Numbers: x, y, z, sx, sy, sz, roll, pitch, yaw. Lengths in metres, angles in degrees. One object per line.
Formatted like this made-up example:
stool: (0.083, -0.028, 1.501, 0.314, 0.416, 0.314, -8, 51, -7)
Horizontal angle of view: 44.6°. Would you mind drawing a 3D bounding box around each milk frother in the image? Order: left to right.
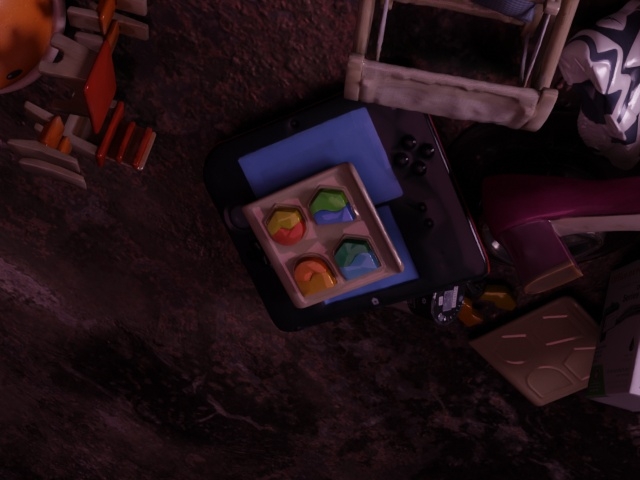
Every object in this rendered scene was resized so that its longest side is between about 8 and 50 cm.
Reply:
milk frother: (0.190, 0.071, 1.320, 0.143, 0.129, 0.134, 18, 179, -43)

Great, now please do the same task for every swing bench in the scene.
swing bench: (0.170, -0.266, 0.965, 0.253, 0.165, 0.255, 10, 115, 3)

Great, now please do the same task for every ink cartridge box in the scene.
ink cartridge box: (0.498, 0.143, 1.194, 0.092, 0.220, 0.160, 17, 165, -1)

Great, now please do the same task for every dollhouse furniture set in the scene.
dollhouse furniture set: (-0.314, -0.196, 1.129, 0.135, 0.262, 0.259, 19, 164, -6)

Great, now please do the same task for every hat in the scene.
hat: (0.338, -0.040, 1.167, 0.331, 0.134, 0.331, 6, 129, 8)

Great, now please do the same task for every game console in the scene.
game console: (0.029, -0.044, 1.212, 0.386, 0.060, 0.342, -18, 102, 26)

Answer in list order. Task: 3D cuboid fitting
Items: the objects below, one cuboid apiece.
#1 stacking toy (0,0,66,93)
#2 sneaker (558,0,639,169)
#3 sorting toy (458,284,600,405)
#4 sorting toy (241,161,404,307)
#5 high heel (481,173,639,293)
stacking toy: (-0.571, -0.248, 0.974, 0.350, 0.480, 0.351, 7, 130, 8)
sneaker: (0.408, -0.210, 1.019, 0.153, 0.094, 0.235, -43, 126, -4)
sorting toy: (0.383, 0.169, 1.391, 0.229, 0.041, 0.307, -31, 116, 36)
sorting toy: (0.000, 0.000, 1.196, 0.208, 0.038, 0.193, -20, 107, 26)
high heel: (0.395, -0.084, 1.000, 0.377, 0.181, 0.127, -24, 152, 12)
